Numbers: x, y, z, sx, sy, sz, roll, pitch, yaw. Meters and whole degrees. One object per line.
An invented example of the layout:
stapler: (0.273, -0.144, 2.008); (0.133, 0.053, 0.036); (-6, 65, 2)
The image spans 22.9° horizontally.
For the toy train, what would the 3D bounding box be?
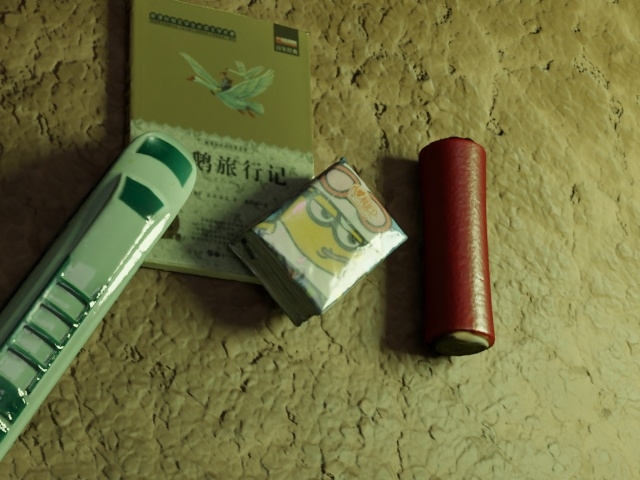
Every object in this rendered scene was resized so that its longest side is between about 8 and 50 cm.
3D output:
toy train: (-0.230, 0.035, 1.491); (0.086, 0.088, 0.407); (37, 60, -8)

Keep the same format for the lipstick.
lipstick: (0.148, 0.006, 1.733); (0.080, 0.080, 0.241); (12, 63, -24)

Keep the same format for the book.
book: (-0.105, -0.106, 1.678); (0.216, 0.021, 0.310); (9, 65, -25)

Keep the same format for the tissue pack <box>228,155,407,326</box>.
tissue pack: (0.000, 0.000, 1.639); (0.155, 0.065, 0.115); (-39, 92, -35)
